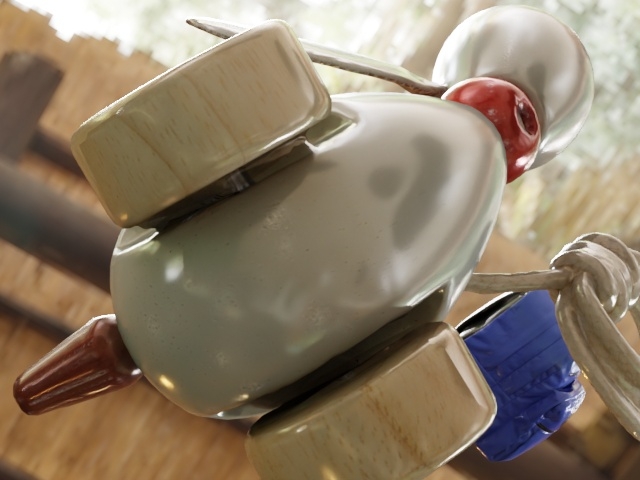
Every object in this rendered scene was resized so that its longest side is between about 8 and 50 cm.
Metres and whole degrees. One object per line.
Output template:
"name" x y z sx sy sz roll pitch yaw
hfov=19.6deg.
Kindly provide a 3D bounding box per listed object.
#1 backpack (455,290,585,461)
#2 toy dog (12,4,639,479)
"backpack" 0.141 0.087 1.297 0.101 0.120 0.098 47 -161 4
"toy dog" 0.000 0.000 0.712 0.333 0.161 0.220 3 -113 -59
